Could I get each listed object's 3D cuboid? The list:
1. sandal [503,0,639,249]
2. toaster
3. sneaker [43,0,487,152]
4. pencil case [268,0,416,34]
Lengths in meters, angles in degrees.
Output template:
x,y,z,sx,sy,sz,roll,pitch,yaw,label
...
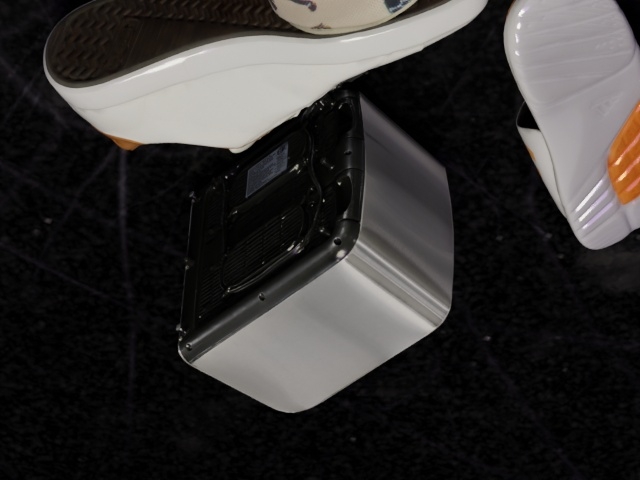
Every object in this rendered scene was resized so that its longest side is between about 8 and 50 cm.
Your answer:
x,y,z,sx,sy,sz,roll,pitch,yaw,label
0.173,-0.099,1.193,0.102,0.076,0.265,-33,139,-1,sandal
0.000,0.000,1.229,0.185,0.168,0.110,-35,125,30,toaster
-0.023,-0.127,1.173,0.290,0.106,0.123,-11,148,15,sneaker
-0.069,-0.278,0.938,0.183,0.160,0.410,-8,146,38,pencil case
